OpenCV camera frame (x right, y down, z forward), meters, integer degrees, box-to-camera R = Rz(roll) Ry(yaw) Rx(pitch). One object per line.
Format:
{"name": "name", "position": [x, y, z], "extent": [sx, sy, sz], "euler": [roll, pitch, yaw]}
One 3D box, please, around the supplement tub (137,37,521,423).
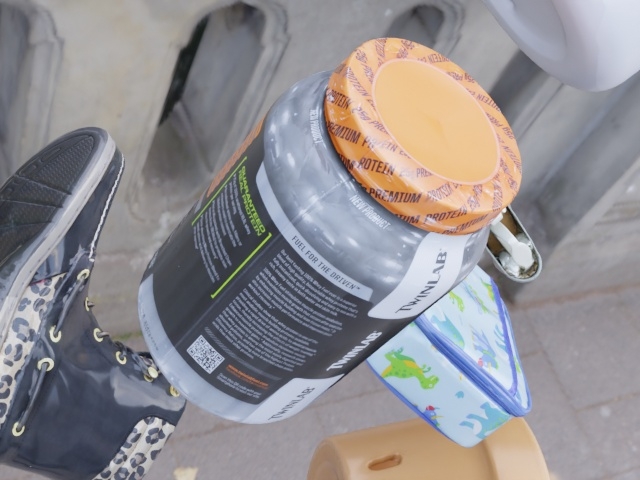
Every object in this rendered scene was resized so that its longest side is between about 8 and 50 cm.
{"name": "supplement tub", "position": [0.000, 0.000, 0.478], "extent": [0.117, 0.190, 0.117], "euler": [20, 49, -25]}

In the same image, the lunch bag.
{"name": "lunch bag", "position": [0.116, 0.080, 0.959], "extent": [0.176, 0.090, 0.219], "euler": [44, 22, -19]}

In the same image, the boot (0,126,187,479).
{"name": "boot", "position": [-0.263, 0.096, 1.109], "extent": [0.284, 0.138, 0.377], "euler": [42, 62, -43]}

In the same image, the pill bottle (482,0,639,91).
{"name": "pill bottle", "position": [0.203, -0.207, 0.513], "extent": [0.264, 0.146, 0.146], "euler": [-36, 72, 0]}

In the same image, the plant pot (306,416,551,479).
{"name": "plant pot", "position": [0.100, 0.317, 1.094], "extent": [0.203, 0.291, 0.291], "euler": [6, 53, -14]}

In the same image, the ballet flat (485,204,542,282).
{"name": "ballet flat", "position": [0.225, -0.027, 1.288], "extent": [0.213, 0.072, 0.068], "euler": [50, 2, -31]}
